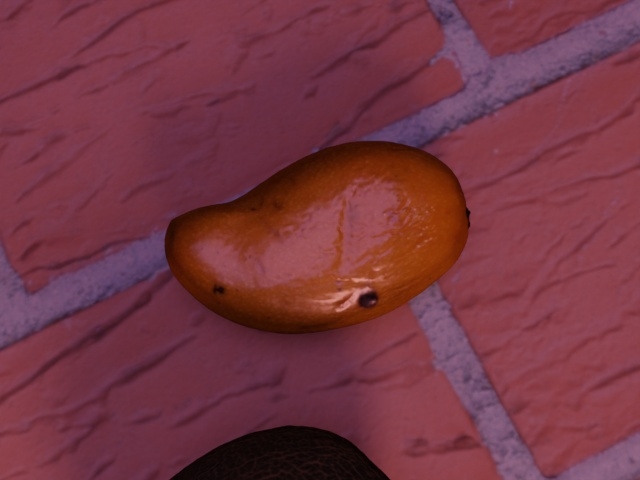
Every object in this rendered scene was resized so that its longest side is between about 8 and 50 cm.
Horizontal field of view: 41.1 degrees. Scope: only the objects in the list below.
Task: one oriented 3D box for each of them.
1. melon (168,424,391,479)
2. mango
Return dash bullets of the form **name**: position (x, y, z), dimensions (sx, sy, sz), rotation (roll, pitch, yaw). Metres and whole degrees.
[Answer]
- **melon**: position (-0.057, 0.296, 0.699), dimensions (0.302, 0.237, 0.237), rotation (-43, 76, -5)
- **mango**: position (0.001, 0.001, 0.842), dimensions (0.295, 0.120, 0.177), rotation (-16, 82, 1)
